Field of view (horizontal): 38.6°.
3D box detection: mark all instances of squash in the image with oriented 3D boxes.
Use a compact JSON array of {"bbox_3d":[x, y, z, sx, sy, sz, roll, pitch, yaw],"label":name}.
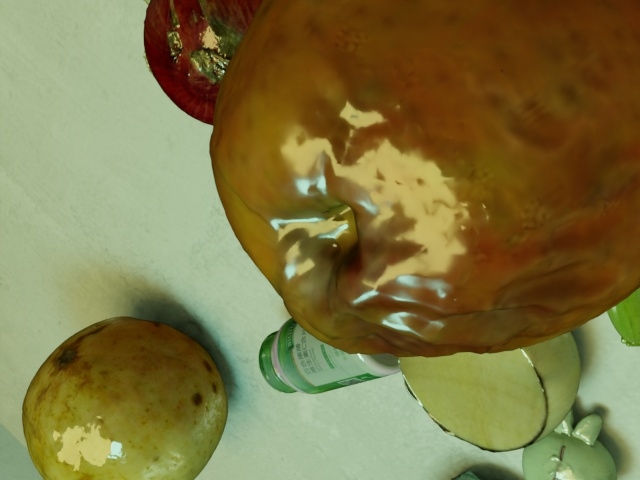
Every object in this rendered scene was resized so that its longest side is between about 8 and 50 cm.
[{"bbox_3d":[0.354,0.045,1.075,0.066,0.066,0.201,5,130,39],"label":"squash"}]

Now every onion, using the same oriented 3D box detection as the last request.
[{"bbox_3d":[-0.101,-0.237,1.127,0.248,0.161,0.248,2,149,1],"label":"onion"}]

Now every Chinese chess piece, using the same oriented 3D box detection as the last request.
[{"bbox_3d":[0.222,0.161,1.239,0.257,0.104,0.257,27,135,30],"label":"Chinese chess piece"}]

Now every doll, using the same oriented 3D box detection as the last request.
[{"bbox_3d":[0.358,0.361,1.306,0.155,0.113,0.275,17,134,35],"label":"doll"}]

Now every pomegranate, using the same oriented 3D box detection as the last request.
[{"bbox_3d":[-0.358,0.349,1.742,0.410,0.410,0.410,24,137,25],"label":"pomegranate"}]

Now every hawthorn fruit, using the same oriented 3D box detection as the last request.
[{"bbox_3d":[0.120,-0.091,0.860,0.472,0.472,0.471,24,137,25],"label":"hawthorn fruit"}]

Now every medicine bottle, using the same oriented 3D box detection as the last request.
[{"bbox_3d":[0.017,0.166,1.423,0.133,0.133,0.274,52,141,-9],"label":"medicine bottle"}]

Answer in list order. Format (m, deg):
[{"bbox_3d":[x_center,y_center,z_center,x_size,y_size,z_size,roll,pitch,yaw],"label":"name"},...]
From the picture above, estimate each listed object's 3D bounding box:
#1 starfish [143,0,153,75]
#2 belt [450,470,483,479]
[{"bbox_3d":[-0.168,-0.290,1.221,0.216,0.071,0.238,45,132,-12],"label":"starfish"},{"bbox_3d":[0.249,0.494,1.475,0.207,0.150,0.257,45,153,13],"label":"belt"}]
